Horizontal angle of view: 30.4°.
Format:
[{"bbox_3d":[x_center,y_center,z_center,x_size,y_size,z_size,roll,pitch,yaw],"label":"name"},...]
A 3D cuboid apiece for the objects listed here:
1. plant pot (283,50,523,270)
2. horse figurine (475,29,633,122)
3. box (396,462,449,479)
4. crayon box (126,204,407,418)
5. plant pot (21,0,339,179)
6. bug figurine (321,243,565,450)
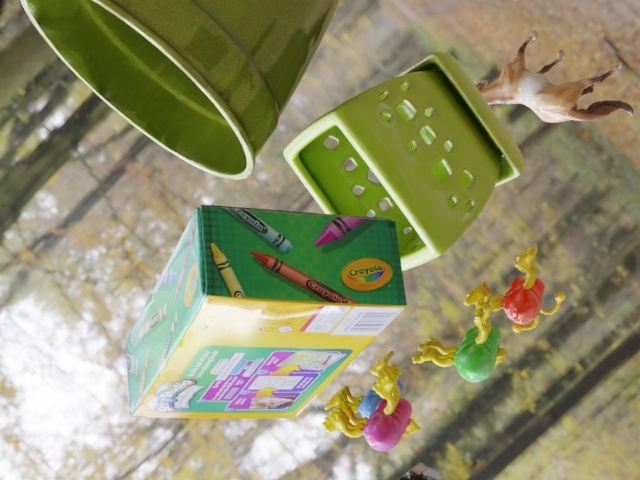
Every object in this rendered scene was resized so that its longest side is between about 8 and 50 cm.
[{"bbox_3d":[0.119,-0.108,1.557,0.228,0.207,0.227,54,159,-4],"label":"plant pot"},{"bbox_3d":[0.371,-0.249,1.907,0.263,0.174,0.066,32,154,37],"label":"horse figurine"},{"bbox_3d":[0.053,0.325,1.205,0.087,0.232,0.058,22,135,47],"label":"box"},{"bbox_3d":[-0.058,0.073,1.009,0.165,0.278,0.081,4,-118,-21],"label":"crayon box"},{"bbox_3d":[-0.127,-0.329,1.511,0.366,0.353,0.366,35,164,11],"label":"plant pot"},{"bbox_3d":[0.118,0.124,1.161,0.072,0.279,0.216,51,-158,1],"label":"bug figurine"}]
